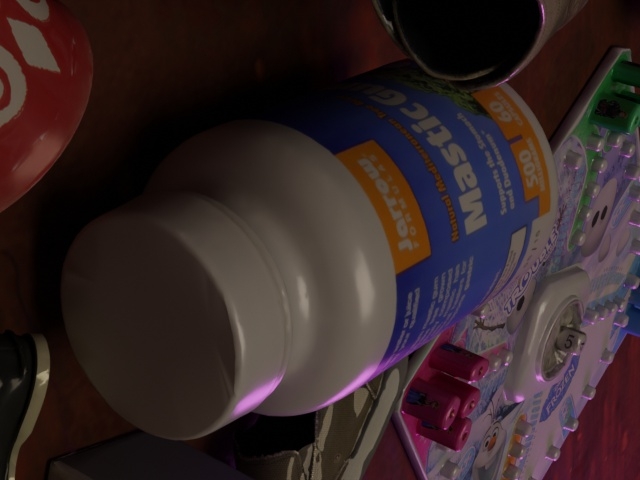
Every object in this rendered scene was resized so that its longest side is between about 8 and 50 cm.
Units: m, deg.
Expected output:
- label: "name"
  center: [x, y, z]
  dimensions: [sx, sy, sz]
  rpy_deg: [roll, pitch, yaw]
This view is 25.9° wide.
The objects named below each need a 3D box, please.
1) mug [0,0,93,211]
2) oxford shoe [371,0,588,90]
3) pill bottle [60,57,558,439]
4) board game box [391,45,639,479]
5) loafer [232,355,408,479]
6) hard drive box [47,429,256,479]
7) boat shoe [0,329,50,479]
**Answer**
- label: "mug"
  center: [-0.161, -0.105, 0.458]
  dimensions: [0.169, 0.113, 0.150]
  rpy_deg: [53, 44, -52]
- label: "oxford shoe"
  center: [0.074, -0.148, 0.711]
  dimensions: [0.397, 0.140, 0.146]
  rpy_deg: [33, 79, -79]
- label: "pill bottle"
  center: [0.000, 0.000, 0.730]
  dimensions: [0.272, 0.152, 0.152]
  rpy_deg: [-27, 132, -50]
- label: "board game box"
  center: [0.217, 0.090, 1.257]
  dimensions: [0.390, 0.050, 0.390]
  rpy_deg: [-54, 148, -22]
- label: "loafer"
  center: [-0.028, 0.154, 0.874]
  dimensions: [0.087, 0.094, 0.251]
  rpy_deg: [28, 75, -36]
- label: "hard drive box"
  center: [-0.045, 0.231, 0.731]
  dimensions: [0.089, 0.232, 0.181]
  rpy_deg: [-11, 118, -56]
- label: "boat shoe"
  center: [-0.161, 0.101, 0.648]
  dimensions: [0.042, 0.049, 0.133]
  rpy_deg: [4, 115, -31]
